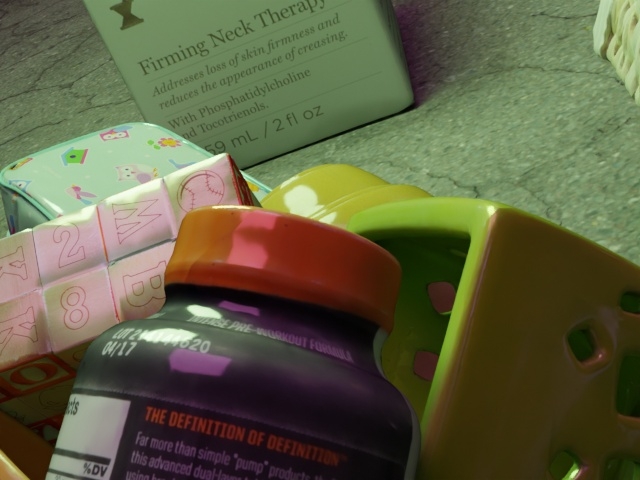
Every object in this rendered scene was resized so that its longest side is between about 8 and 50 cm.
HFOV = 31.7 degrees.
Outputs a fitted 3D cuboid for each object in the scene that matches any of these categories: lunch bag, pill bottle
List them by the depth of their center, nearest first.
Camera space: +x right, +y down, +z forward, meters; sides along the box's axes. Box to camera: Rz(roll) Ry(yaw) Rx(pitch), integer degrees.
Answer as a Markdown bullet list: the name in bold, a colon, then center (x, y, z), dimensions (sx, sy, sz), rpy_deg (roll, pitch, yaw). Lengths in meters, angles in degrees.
- **pill bottle**: center (-0.038, 0.114, 0.399), dimensions (0.130, 0.130, 0.246), rpy_deg (2, 71, 42)
- **lunch bag**: center (-0.167, -0.011, 1.129), dimensions (0.224, 0.108, 0.279), rpy_deg (-26, 45, -38)

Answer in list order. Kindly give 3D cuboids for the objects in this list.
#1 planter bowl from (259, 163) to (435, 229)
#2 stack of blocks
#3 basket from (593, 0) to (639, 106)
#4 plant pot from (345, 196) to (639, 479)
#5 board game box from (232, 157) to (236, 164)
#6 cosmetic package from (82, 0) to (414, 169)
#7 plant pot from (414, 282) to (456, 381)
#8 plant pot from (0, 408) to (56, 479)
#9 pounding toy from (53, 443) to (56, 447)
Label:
- **planter bowl**: center (0.000, 0.000, 0.939), dimensions (0.217, 0.090, 0.217), rpy_deg (-30, -18, -11)
- **stack of blocks**: center (-0.161, 0.069, 0.722), dimensions (0.297, 0.171, 0.087), rpy_deg (-20, 62, 5)
- **basket**: center (0.399, -0.209, 0.756), dimensions (0.328, 0.331, 0.266), rpy_deg (7, 32, -4)
- **plant pot**: center (0.103, 0.118, 0.551), dimensions (0.227, 0.207, 0.228), rpy_deg (-177, 105, -76)
- **board game box**: center (-0.229, 0.029, 1.268), dimensions (0.208, 0.056, 0.347), rpy_deg (-9, 30, 20)
- **cosmetic package**: center (-0.103, -0.345, 1.454), dimensions (0.329, 0.394, 0.327), rpy_deg (-20, 27, 11)
- **plant pot**: center (0.079, 0.104, 0.801), dimensions (0.237, 0.110, 0.237), rpy_deg (-20, 27, 11)
- **plant pot**: center (-0.144, 0.244, 0.576), dimensions (0.203, 0.291, 0.291), rpy_deg (-50, 33, -13)
- **pounding toy**: center (-0.157, 0.143, 0.845), dimensions (0.094, 0.181, 0.206), rpy_deg (-16, 28, 16)
